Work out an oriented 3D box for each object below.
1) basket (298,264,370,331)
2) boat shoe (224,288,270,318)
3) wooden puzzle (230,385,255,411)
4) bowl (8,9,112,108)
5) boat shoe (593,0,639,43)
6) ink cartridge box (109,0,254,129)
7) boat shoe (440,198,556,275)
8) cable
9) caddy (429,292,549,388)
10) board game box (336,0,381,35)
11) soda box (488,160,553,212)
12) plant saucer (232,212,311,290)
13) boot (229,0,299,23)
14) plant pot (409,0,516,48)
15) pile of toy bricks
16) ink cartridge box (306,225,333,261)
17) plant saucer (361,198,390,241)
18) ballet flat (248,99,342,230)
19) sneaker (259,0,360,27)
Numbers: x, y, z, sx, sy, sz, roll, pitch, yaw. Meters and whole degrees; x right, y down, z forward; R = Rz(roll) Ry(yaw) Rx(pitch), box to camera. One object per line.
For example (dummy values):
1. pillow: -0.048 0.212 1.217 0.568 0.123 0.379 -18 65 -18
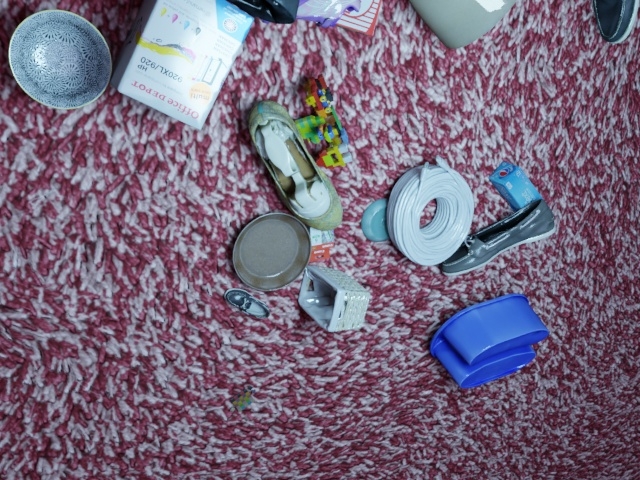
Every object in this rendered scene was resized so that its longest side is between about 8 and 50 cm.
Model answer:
1. basket: 0.033 0.141 1.435 0.103 0.167 0.113 4 108 -33
2. boat shoe: -0.177 0.156 1.413 0.125 0.038 0.046 34 92 -31
3. wooden puzzle: -0.203 0.418 1.519 0.083 0.006 0.049 -34 120 -10
4. bowl: -0.475 -0.332 1.065 0.170 0.080 0.170 -8 112 -22
5. boat shoe: 0.724 -0.674 1.465 0.113 0.127 0.340 -11 112 -20
6. ink cartridge box: -0.269 -0.358 1.098 0.171 0.168 0.233 23 99 -31
7. boat shoe: 0.475 -0.013 1.591 0.335 0.112 0.095 -24 110 4
8. cable: 0.282 -0.068 1.499 0.257 0.089 0.257 30 90 -37
9. caddy: 0.485 0.278 1.691 0.341 0.179 0.241 -13 136 -21
10. board game box: 0.041 -0.539 1.245 0.193 0.045 0.147 6 107 -27
11. soda box: 0.564 -0.125 1.630 0.067 0.071 0.210 -48 121 0
12. plant saucer: -0.118 0.024 1.392 0.198 0.036 0.199 -8 112 -21
13. boot: -0.011 -0.605 1.056 0.367 0.146 0.445 18 77 -18
14. plant pot: 0.256 -0.592 1.214 0.274 0.256 0.256 30 95 -26
15. pile of toy bricks: -0.012 -0.262 1.308 0.105 0.118 0.212 -16 136 12
16. ink cartridge box: 0.000 0.000 1.441 0.063 0.029 0.115 -10 112 -21
17. plant saucer: 0.163 -0.049 1.503 0.119 0.021 0.119 -9 113 -22
18. ballet flat: -0.055 -0.145 1.291 0.123 0.123 0.348 -34 114 -10
19. sneaker: -0.011 -0.474 1.170 0.236 0.095 0.104 -26 126 -14
